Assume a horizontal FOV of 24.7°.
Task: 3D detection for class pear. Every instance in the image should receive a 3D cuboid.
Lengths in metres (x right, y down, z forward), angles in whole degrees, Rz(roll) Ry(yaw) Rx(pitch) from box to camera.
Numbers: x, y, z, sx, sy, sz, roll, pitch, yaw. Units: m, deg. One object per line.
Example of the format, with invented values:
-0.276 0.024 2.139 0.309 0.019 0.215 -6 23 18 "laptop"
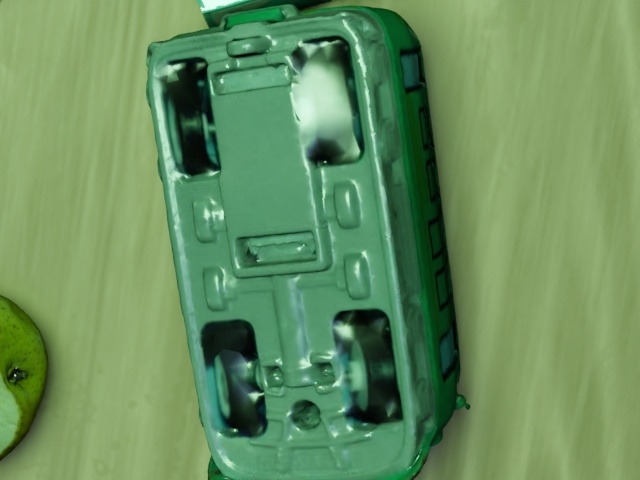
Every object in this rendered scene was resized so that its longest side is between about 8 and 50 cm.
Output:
-0.274 0.100 1.148 0.141 0.104 0.141 7 115 15 "pear"

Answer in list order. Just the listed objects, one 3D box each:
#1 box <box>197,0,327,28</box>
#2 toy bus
-0.035 -0.333 1.091 0.205 0.118 0.311 -16 95 4 "box"
0.000 0.000 1.081 0.184 0.199 0.343 -5 97 21 "toy bus"
